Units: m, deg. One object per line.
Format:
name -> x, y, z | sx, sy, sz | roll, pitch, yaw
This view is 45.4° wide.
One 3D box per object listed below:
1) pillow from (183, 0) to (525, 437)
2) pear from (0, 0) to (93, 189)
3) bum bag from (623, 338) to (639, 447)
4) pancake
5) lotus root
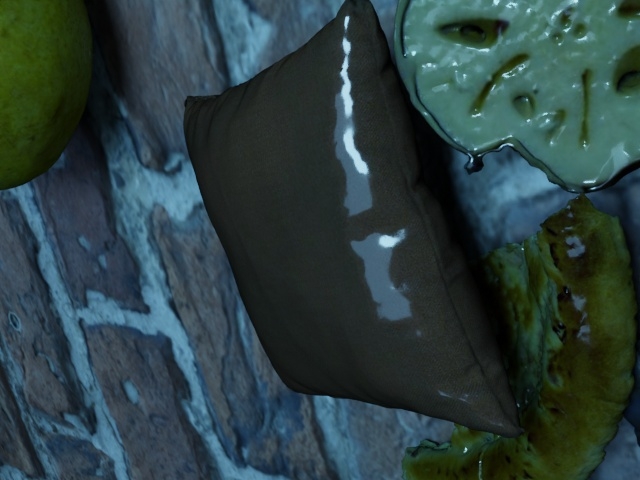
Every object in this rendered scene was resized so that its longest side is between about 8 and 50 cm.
pillow -> 0.000, 0.000, 0.606 | 0.308, 0.108, 0.305 | -6, 108, 60
pear -> -0.359, -0.202, 0.706 | 0.304, 0.304, 0.304 | 18, 122, 30
bum bag -> 0.305, 0.173, 0.522 | 0.137, 0.074, 0.310 | -25, 98, 41
pancake -> 0.134, 0.103, 0.598 | 0.197, 0.054, 0.377 | 49, 141, 37
lotus root -> 0.151, -0.132, 0.458 | 0.203, 0.078, 0.183 | -38, 102, 28
